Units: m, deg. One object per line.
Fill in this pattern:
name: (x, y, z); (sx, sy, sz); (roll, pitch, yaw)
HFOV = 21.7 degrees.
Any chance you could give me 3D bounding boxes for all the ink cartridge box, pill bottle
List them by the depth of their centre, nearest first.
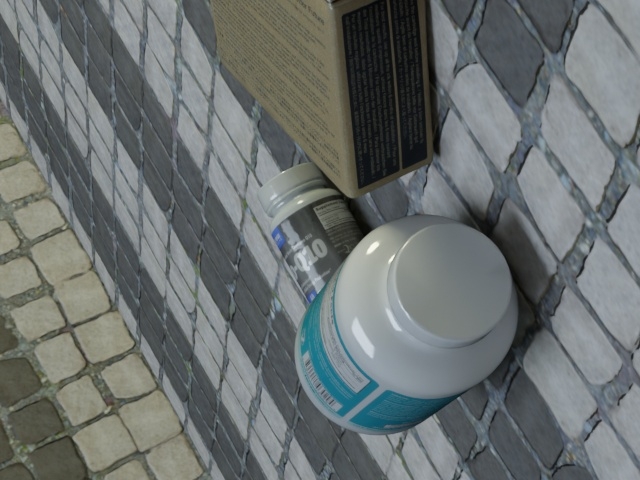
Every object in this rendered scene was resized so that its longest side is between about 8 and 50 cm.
ink cartridge box: (-0.007, -0.179, 1.342); (0.235, 0.088, 0.193); (49, 155, 42)
pill bottle: (0.072, 0.067, 1.350); (0.146, 0.146, 0.264); (62, 162, 9)
pill bottle: (0.000, 0.000, 1.573); (0.137, 0.078, 0.078); (60, 161, 14)
